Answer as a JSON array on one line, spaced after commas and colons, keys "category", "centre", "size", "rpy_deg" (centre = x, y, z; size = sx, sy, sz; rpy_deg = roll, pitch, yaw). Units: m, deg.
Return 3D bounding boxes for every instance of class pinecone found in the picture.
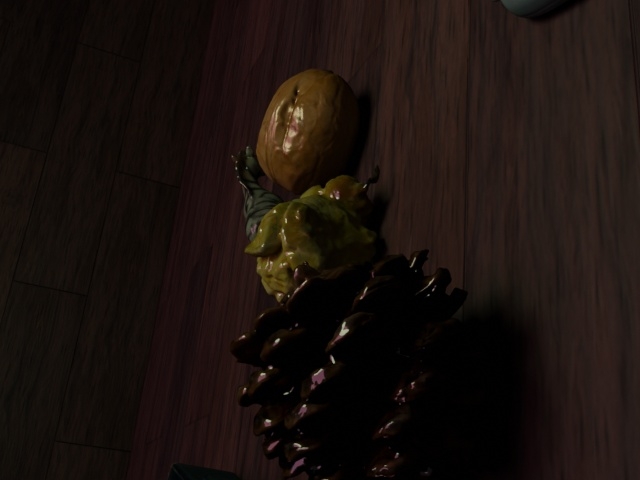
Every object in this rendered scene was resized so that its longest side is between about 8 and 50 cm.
[{"category": "pinecone", "centre": [0.046, 0.134, 0.693], "size": [0.257, 0.243, 0.243], "rpy_deg": [63, 162, -9]}]

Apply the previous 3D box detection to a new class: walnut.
[{"category": "walnut", "centre": [-0.017, -0.174, 1.184], "size": [0.159, 0.159, 0.207], "rpy_deg": [-151, 78, -70]}]

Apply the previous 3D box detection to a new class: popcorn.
[{"category": "popcorn", "centre": [0.008, 0.006, 1.005], "size": [0.195, 0.168, 0.173], "rpy_deg": [-43, -20, -41]}]

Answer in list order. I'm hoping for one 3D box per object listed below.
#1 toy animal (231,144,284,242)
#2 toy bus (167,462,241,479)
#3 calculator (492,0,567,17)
[{"category": "toy animal", "centre": [-0.078, -0.027, 1.230], "size": [0.089, 0.170, 0.255], "rpy_deg": [-33, 44, 5]}, {"category": "toy bus", "centre": [-0.183, 0.466, 1.212], "size": [0.275, 0.138, 0.167], "rpy_deg": [163, 121, -70]}, {"category": "calculator", "centre": [0.245, -0.322, 0.722], "size": [0.299, 0.041, 0.186], "rpy_deg": [167, 115, -67]}]
